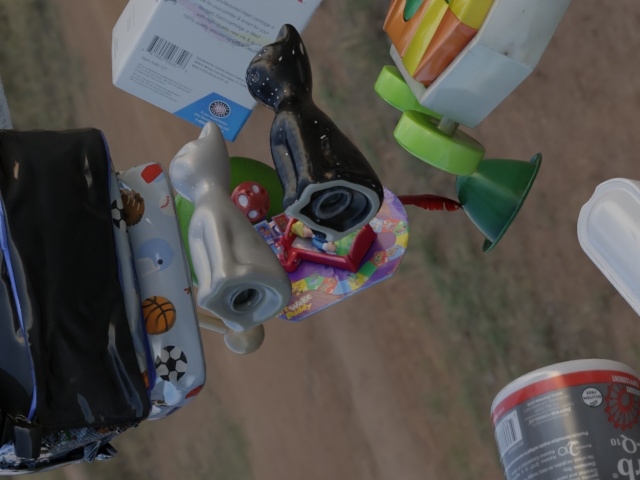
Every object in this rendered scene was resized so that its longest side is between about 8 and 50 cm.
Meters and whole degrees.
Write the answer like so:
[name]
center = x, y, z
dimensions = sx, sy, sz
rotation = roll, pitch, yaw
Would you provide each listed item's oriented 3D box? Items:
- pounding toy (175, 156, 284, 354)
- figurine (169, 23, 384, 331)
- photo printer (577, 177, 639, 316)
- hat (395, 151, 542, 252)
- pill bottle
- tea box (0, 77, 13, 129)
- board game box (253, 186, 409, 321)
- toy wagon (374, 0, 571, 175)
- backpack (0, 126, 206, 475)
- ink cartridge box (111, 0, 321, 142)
[pounding toy]
center = -0.095, 0.010, 1.980
dimensions = 0.110, 0.183, 0.237
rotation = 0, 66, 62
[figurine]
center = -0.057, -0.059, 1.448
dimensions = 0.215, 0.092, 0.209
rotation = -46, 46, 30
[photo printer]
center = 0.412, 0.060, 1.659
dimensions = 0.256, 0.107, 0.307
rotation = 26, -162, -30
[hat]
center = 0.208, -0.094, 2.365
dimensions = 0.183, 0.173, 0.208
rotation = 28, -170, -1
[pill bottle]
center = 0.356, 0.355, 2.079
dimensions = 0.210, 0.210, 0.363
rotation = 93, 168, -60
[tea box]
center = -0.527, -0.010, 1.936
dimensions = 0.220, 0.323, 0.329
rotation = 6, 122, 29
[board game box]
center = 0.000, 0.000, 1.520
dimensions = 0.033, 0.168, 0.133
rotation = 57, -171, -46
[toy wagon]
center = 0.113, -0.199, 1.034
dimensions = 0.267, 0.068, 0.344
rotation = -63, 13, 15
[backpack]
center = -0.218, 0.057, 1.231
dimensions = 0.263, 0.213, 0.277
rotation = -32, 60, 52
[ink cartridge box]
center = -0.126, -0.280, 1.951
dimensions = 0.233, 0.171, 0.168
rotation = -55, 22, 23
